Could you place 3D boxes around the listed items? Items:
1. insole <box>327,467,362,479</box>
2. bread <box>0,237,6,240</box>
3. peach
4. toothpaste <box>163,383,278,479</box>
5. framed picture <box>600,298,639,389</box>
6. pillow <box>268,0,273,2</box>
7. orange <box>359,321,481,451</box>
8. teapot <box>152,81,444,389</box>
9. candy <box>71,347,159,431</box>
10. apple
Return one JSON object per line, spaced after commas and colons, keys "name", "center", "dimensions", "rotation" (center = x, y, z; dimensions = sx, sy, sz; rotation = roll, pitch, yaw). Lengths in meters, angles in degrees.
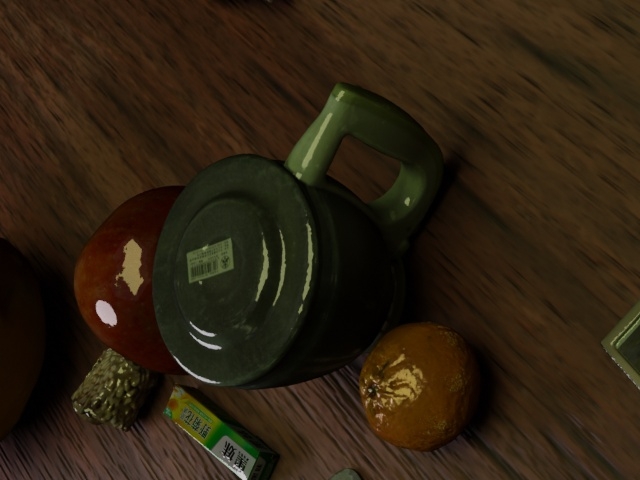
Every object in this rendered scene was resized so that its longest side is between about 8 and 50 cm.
{"name": "insole", "center": [-0.020, 0.315, 1.520], "dimensions": [0.193, 0.006, 0.065], "rotation": [-39, 54, 27]}
{"name": "bread", "center": [-0.480, 0.033, 1.994], "dimensions": [0.043, 0.062, 0.109], "rotation": [-52, 46, 19]}
{"name": "peach", "center": [-0.528, 0.149, 1.845], "dimensions": [0.289, 0.372, 0.373], "rotation": [30, 101, 7]}
{"name": "toothpaste", "center": [-0.121, 0.229, 1.618], "dimensions": [0.178, 0.037, 0.043], "rotation": [31, 98, 44]}
{"name": "framed picture", "center": [0.386, 0.111, 1.198], "dimensions": [0.189, 0.023, 0.260], "rotation": [-51, 49, 16]}
{"name": "pillow", "center": [-0.096, -0.430, 1.771], "dimensions": [0.173, 0.067, 0.270], "rotation": [0, 77, 48]}
{"name": "orange", "center": [0.100, 0.148, 1.383], "dimensions": [0.135, 0.117, 0.136], "rotation": [-8, 77, 36]}
{"name": "teapot", "center": [-0.018, 0.002, 1.452], "dimensions": [0.239, 0.239, 0.322], "rotation": [8, 88, 42]}
{"name": "candy", "center": [-0.261, 0.190, 1.729], "dimensions": [0.095, 0.085, 0.110], "rotation": [23, 84, 50]}
{"name": "apple", "center": [-0.179, 0.048, 1.605], "dimensions": [0.230, 0.230, 0.230], "rotation": [-14, 68, 39]}
